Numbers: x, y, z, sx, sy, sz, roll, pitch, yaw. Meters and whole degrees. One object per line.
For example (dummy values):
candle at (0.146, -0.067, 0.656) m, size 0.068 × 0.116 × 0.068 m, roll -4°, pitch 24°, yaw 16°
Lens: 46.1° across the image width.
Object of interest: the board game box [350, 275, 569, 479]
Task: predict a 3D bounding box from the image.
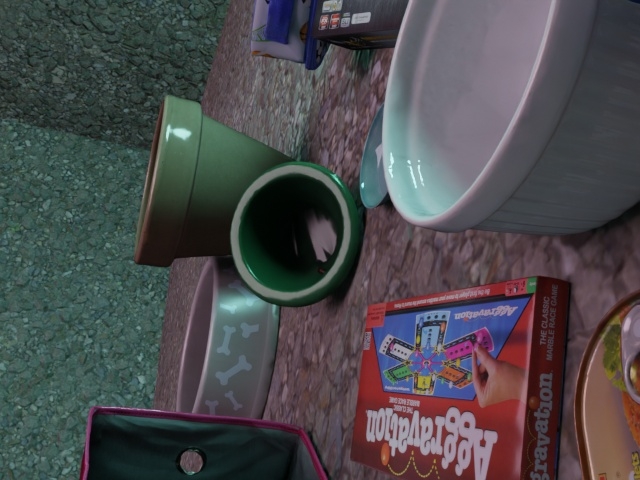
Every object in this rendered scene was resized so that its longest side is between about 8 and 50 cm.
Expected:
board game box at (0.088, 0.112, 0.567) m, size 0.281 × 0.027 × 0.145 m, roll 153°, pitch 125°, yaw -70°

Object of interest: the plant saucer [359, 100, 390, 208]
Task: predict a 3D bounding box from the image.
plant saucer at (0.071, -0.089, 0.771) m, size 0.119 × 0.021 × 0.120 m, roll -168°, pitch 90°, yaw -74°

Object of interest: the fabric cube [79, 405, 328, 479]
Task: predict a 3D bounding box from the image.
fabric cube at (-0.135, 0.352, 0.771) m, size 0.259 × 0.253 × 0.258 m, roll -133°, pitch 54°, yaw -70°

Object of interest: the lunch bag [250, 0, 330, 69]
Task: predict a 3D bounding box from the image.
lunch bag at (-0.006, -0.364, 0.908) m, size 0.303 × 0.114 × 0.243 m, roll 101°, pitch -174°, yaw -48°

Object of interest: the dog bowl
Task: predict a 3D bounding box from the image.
dog bowl at (-0.164, 0.185, 1.266) m, size 0.349 × 0.102 × 0.349 m, roll -168°, pitch 90°, yaw -75°

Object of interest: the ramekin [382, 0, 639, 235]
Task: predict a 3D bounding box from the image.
ramekin at (0.124, -0.100, 0.434) m, size 0.207 × 0.108 × 0.207 m, roll -169°, pitch 90°, yaw -74°

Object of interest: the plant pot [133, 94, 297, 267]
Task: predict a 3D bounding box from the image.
plant pot at (-0.156, -0.071, 1.173) m, size 0.263 × 0.229 × 0.263 m, roll -168°, pitch 90°, yaw -74°

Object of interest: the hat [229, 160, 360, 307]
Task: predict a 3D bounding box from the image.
hat at (0.000, 0.000, 0.960) m, size 0.208 × 0.183 × 0.173 m, roll 1°, pitch 86°, yaw 32°

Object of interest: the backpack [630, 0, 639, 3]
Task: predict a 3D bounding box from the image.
backpack at (0.167, -0.123, 0.285) m, size 0.105 × 0.114 × 0.084 m, roll 129°, pitch 148°, yaw -58°

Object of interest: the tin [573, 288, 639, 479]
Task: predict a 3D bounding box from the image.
tin at (0.156, 0.111, 0.312) m, size 0.106 × 0.040 × 0.190 m, roll 131°, pitch 147°, yaw -54°

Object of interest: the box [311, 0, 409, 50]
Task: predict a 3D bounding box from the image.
box at (0.089, -0.258, 0.627) m, size 0.231 × 0.056 × 0.183 m, roll 19°, pitch 100°, yaw 55°
